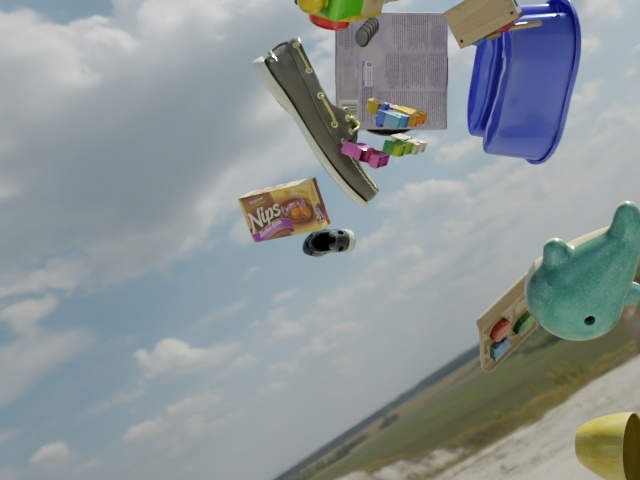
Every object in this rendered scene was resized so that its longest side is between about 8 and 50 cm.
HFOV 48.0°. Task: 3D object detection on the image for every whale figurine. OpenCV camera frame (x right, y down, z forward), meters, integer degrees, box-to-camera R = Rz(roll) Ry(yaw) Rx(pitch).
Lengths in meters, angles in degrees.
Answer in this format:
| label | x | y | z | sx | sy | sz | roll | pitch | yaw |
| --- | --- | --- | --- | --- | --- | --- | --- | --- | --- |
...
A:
| label | x | y | z | sx | sy | sz | roll | pitch | yaw |
| --- | --- | --- | --- | --- | --- | --- | --- | --- | --- |
| whale figurine | 0.484 | 0.064 | 1.252 | 0.272 | 0.216 | 0.141 | -52 | 17 | 28 |

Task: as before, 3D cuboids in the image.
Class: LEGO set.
| label | x | y | z | sx | sy | sz | roll | pitch | yaw |
| --- | --- | --- | --- | --- | --- | --- | --- | --- | --- |
| LEGO set | 0.103 | -0.185 | 1.165 | 0.227 | 0.093 | 0.087 | -25 | -46 | -61 |

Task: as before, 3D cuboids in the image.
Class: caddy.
| label | x | y | z | sx | sy | sz | roll | pitch | yaw |
| --- | --- | --- | --- | --- | --- | --- | --- | --- | --- |
| caddy | 0.425 | -0.323 | 1.462 | 0.179 | 0.241 | 0.341 | 2 | -62 | -6 |

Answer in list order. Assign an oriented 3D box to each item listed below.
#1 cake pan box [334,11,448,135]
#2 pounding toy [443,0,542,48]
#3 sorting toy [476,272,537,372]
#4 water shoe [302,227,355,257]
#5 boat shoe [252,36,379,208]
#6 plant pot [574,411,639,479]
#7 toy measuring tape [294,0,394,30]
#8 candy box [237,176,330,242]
| label | x | y | z | sx | sy | sz | roll | pitch | yaw |
| --- | --- | --- | --- | --- | --- | --- | --- | --- | --- |
| cake pan box | 0.153 | -0.362 | 1.568 | 0.246 | 0.266 | 0.070 | -2 | 9 | 2 |
| pounding toy | 0.309 | -0.395 | 1.279 | 0.130 | 0.100 | 0.141 | -25 | 7 | 26 |
| sorting toy | 0.524 | 0.189 | 1.857 | 0.307 | 0.041 | 0.229 | -39 | -41 | -17 |
| water shoe | 0.000 | 0.000 | 1.758 | 0.080 | 0.072 | 0.203 | 4 | -9 | -35 |
| boat shoe | 0.009 | -0.193 | 1.172 | 0.091 | 0.305 | 0.109 | -36 | -4 | 6 |
| plant pot | 0.518 | 0.373 | 1.296 | 0.095 | 0.134 | 0.134 | -4 | 8 | 41 |
| toy measuring tape | 0.056 | -0.421 | 1.192 | 0.330 | 0.121 | 0.121 | -33 | -9 | -47 |
| candy box | -0.080 | -0.065 | 1.559 | 0.187 | 0.109 | 0.053 | -10 | 16 | 33 |
